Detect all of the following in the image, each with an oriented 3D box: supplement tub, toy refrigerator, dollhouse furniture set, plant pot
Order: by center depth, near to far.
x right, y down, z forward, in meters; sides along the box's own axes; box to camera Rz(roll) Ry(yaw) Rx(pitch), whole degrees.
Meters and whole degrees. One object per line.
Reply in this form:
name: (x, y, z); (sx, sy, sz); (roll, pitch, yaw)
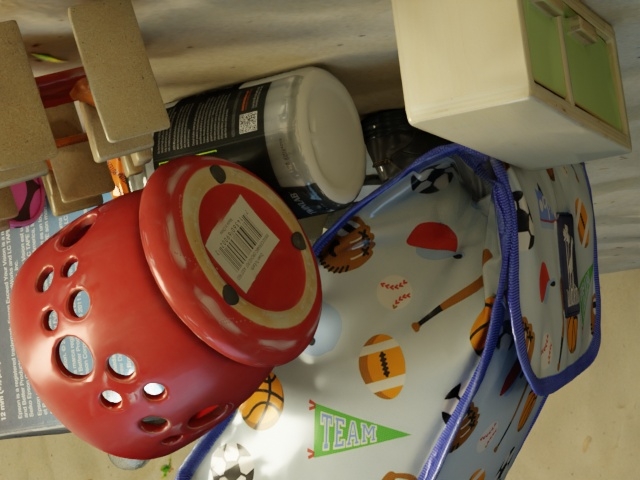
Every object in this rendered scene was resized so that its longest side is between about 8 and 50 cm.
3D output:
dollhouse furniture set: (-0.249, -0.085, 1.089); (0.259, 0.135, 0.262); (-16, 176, -19)
toy refrigerator: (0.146, -0.120, 1.127); (0.094, 0.102, 0.269); (-10, 171, 24)
plant pot: (-0.104, 0.046, 1.183); (0.174, 0.191, 0.191); (-32, 159, 33)
supplement tub: (-0.069, -0.065, 1.281); (0.190, 0.117, 0.117); (-10, 171, 29)

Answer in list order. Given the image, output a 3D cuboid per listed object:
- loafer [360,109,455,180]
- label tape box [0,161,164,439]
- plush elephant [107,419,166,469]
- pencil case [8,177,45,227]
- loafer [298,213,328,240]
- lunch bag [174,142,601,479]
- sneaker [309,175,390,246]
loafer: (0.112, -0.085, 1.490); (0.170, 0.061, 0.062); (-3, 170, -30)
label tape box: (-0.248, 0.051, 1.473); (0.347, 0.249, 0.115); (-12, 170, 35)
plush elephant: (-0.153, 0.144, 2.208); (0.255, 0.272, 0.330); (5, -156, -5)
pencil case: (-0.344, -0.032, 1.397); (0.209, 0.095, 0.098); (-14, 154, 32)
loafer: (-0.024, -0.045, 1.549); (0.102, 0.092, 0.268); (-5, 172, -16)
lunch bag: (0.101, 0.089, 1.388); (0.239, 0.385, 0.328); (29, -168, 17)
sneaker: (0.000, 0.000, 1.847); (0.078, 0.106, 0.234); (1, 169, -39)
